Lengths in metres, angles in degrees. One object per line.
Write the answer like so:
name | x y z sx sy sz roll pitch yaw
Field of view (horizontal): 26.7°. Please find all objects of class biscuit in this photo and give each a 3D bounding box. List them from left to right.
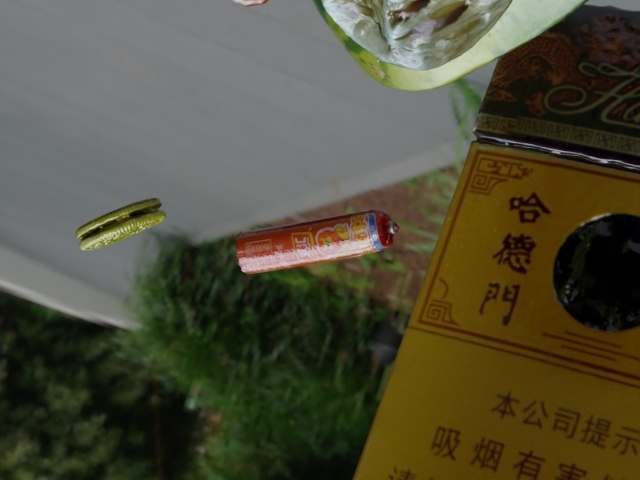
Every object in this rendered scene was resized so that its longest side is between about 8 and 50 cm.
biscuit | -0.180 -0.014 1.209 0.084 0.023 0.084 -22 179 0

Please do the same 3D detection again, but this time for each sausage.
sausage | 0.000 0.000 0.990 0.129 0.034 0.034 -9 159 26

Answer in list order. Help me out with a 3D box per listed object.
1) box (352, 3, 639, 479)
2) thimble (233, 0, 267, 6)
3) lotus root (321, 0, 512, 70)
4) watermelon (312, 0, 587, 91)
box | 0.205 0.047 0.913 0.264 0.415 0.116 15 166 28
thimble | -0.059 -0.406 1.246 0.230 0.350 0.350 29 168 -19
lotus root | 0.046 -0.160 0.497 0.088 0.192 0.113 10 164 17
watermelon | 0.060 -0.181 0.666 0.128 0.159 0.303 37 144 -24
